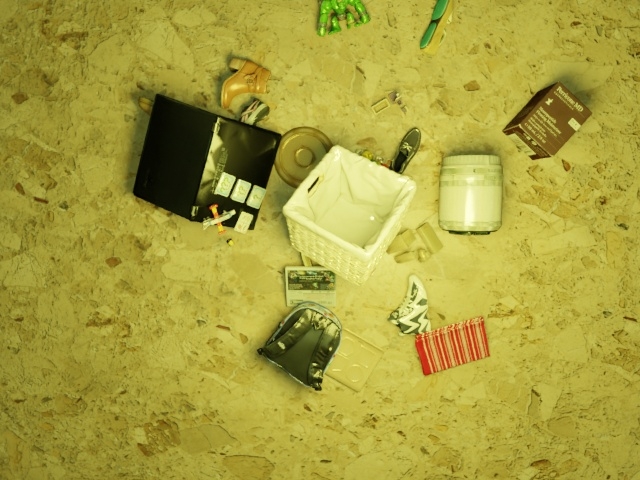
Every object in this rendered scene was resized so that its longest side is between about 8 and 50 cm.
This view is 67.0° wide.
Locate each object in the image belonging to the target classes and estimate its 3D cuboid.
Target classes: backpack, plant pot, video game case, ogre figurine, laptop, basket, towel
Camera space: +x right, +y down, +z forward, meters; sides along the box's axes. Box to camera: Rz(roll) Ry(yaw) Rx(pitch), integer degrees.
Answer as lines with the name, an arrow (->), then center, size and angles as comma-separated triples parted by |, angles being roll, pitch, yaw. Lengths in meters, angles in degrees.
backpack -> -0.045, 0.365, 1.786 | 0.276, 0.213, 0.263 | 35, 103, -5
plant pot -> -0.060, -0.310, 1.815 | 0.236, 0.032, 0.236 | 0, 96, 1
video game case -> -0.036, 0.175, 1.832 | 0.190, 0.022, 0.173 | 0, 118, 1
ogre figurine -> 0.073, -0.818, 1.741 | 0.197, 0.097, 0.118 | -10, 113, 17
laptop -> -0.415, -0.277, 1.770 | 0.407, 0.236, 0.382 | 8, 107, -37
basket -> 0.100, -0.078, 1.630 | 0.331, 0.266, 0.328 | 29, 65, 17
towel -> 0.503, 0.407, 1.842 | 0.274, 0.031, 0.199 | -17, 116, 1

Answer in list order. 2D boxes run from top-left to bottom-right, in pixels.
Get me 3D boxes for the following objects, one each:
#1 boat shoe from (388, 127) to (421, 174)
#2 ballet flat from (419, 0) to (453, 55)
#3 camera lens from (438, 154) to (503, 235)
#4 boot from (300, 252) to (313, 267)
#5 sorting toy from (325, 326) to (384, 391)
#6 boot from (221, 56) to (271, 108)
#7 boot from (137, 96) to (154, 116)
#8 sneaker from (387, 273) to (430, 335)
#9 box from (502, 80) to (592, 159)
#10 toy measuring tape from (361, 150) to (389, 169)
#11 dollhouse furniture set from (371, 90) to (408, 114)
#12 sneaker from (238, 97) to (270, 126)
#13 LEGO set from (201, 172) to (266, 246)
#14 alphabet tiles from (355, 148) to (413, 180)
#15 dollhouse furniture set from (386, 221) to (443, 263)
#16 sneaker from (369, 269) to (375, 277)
boat shoe -> 0.318, -0.326, 1.787 | 0.075, 0.065, 0.206 | 30, 88, 0
ballet flat -> 0.434, -0.786, 1.757 | 0.073, 0.080, 0.232 | 21, 98, -29
camera lens -> 0.535, -0.159, 1.727 | 0.219, 0.219, 0.274 | 0, 95, 1
boot -> 0.000, 0.000, 1.822 | 0.165, 0.077, 0.213 | -9, 95, -1
sorting toy -> 0.117, 0.462, 1.882 | 0.193, 0.038, 0.208 | 30, 99, -2
boot -> -0.276, -0.561, 1.777 | 0.152, 0.073, 0.197 | 18, 98, -5
boot -> -0.612, -0.366, 1.789 | 0.236, 0.089, 0.270 | 26, 96, -1
sneaker -> 0.321, 0.254, 1.828 | 0.153, 0.094, 0.235 | -12, 105, -7
box -> 0.802, -0.420, 1.726 | 0.168, 0.167, 0.203 | 41, 94, -3
toy measuring tape -> 0.222, -0.174, 1.774 | 0.121, 0.121, 0.330 | -21, 95, 2
dollhouse furniture set -> 0.255, -0.489, 1.769 | 0.114, 0.081, 0.091 | -30, 94, 3
sneaker -> -0.271, -0.454, 1.796 | 0.178, 0.072, 0.077 | -40, 71, 5
LEGO set -> -0.314, -0.098, 1.736 | 0.182, 0.060, 0.244 | 20, 100, -35
alphabet tiles -> 0.220, -0.218, 1.831 | 0.237, 0.009, 0.198 | 17, 95, 0
dollhouse furniture set -> 0.348, 0.017, 1.842 | 0.151, 0.123, 0.144 | -36, 95, -31
sneaker -> 0.171, 0.011, 1.783 | 0.090, 0.145, 0.270 | 5, 95, 0
